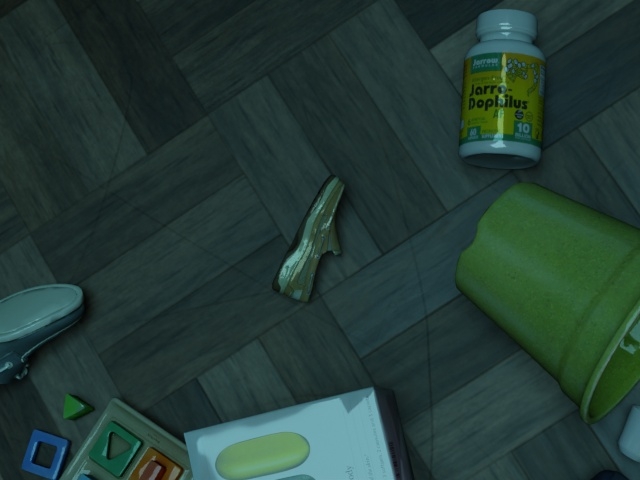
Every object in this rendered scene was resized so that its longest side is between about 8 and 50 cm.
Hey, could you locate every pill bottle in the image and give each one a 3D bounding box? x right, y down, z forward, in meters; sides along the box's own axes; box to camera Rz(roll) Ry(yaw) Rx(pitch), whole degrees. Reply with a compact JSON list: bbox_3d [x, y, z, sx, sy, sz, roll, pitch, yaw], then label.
[{"bbox_3d":[0.259,-0.213,1.720,0.117,0.117,0.208,3,82,12],"label":"pill bottle"}]

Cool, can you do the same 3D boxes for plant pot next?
[{"bbox_3d":[0.329,0.058,1.611,0.254,0.276,0.276,35,89,26],"label":"plant pot"}]

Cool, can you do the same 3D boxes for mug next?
[{"bbox_3d":[0.440,0.268,1.640,0.078,0.062,0.064,31,96,20],"label":"mug"}]

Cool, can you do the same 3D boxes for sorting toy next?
[{"bbox_3d":[-0.287,0.351,1.754,0.347,0.047,0.196,30,86,20],"label":"sorting toy"}]

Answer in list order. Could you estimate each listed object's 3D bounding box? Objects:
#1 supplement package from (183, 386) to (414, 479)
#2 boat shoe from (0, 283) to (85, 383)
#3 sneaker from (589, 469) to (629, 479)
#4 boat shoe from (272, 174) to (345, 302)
[{"bbox_3d":[-0.017,0.325,1.647,0.262,0.198,0.199,-15,79,9],"label":"supplement package"},{"bbox_3d":[-0.489,0.167,1.836,0.319,0.116,0.099,-26,120,-1],"label":"boat shoe"},{"bbox_3d":[0.264,0.390,1.628,0.319,0.112,0.131,-40,77,1],"label":"sneaker"},{"bbox_3d":[0.000,0.000,1.771,0.072,0.068,0.190,26,97,2],"label":"boat shoe"}]
